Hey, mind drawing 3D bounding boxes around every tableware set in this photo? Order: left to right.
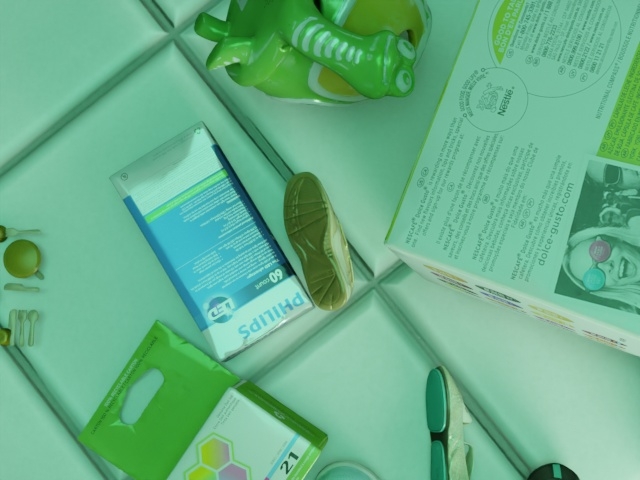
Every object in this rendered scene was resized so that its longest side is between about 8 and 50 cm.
[{"bbox_3d":[-0.393,0.057,1.720,0.104,0.024,0.154,2,86,6],"label":"tableware set"}]

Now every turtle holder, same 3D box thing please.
[{"bbox_3d":[0.015,-0.268,1.589,0.227,0.320,0.243,21,80,-21],"label":"turtle holder"}]

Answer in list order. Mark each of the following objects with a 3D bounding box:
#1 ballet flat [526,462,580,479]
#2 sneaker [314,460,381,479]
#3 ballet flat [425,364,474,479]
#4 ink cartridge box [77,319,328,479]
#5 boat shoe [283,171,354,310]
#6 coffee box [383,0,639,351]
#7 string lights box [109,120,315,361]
[{"bbox_3d":[0.276,0.403,1.626,0.095,0.096,0.281,-6,85,3],"label":"ballet flat"},{"bbox_3d":[0.052,0.412,1.577,0.127,0.208,0.319,-14,85,5],"label":"sneaker"},{"bbox_3d":[0.157,0.233,1.674,0.052,0.057,0.168,0,89,-25],"label":"ballet flat"},{"bbox_3d":[-0.149,0.243,1.647,0.255,0.097,0.189,34,94,4],"label":"ink cartridge box"},{"bbox_3d":[0.000,0.000,1.690,0.063,0.059,0.170,-12,90,20],"label":"boat shoe"},{"bbox_3d":[0.297,-0.075,1.524,0.334,0.337,0.338,20,87,13],"label":"coffee box"},{"bbox_3d":[-0.129,0.003,1.685,0.133,0.077,0.260,-31,85,0],"label":"string lights box"}]
